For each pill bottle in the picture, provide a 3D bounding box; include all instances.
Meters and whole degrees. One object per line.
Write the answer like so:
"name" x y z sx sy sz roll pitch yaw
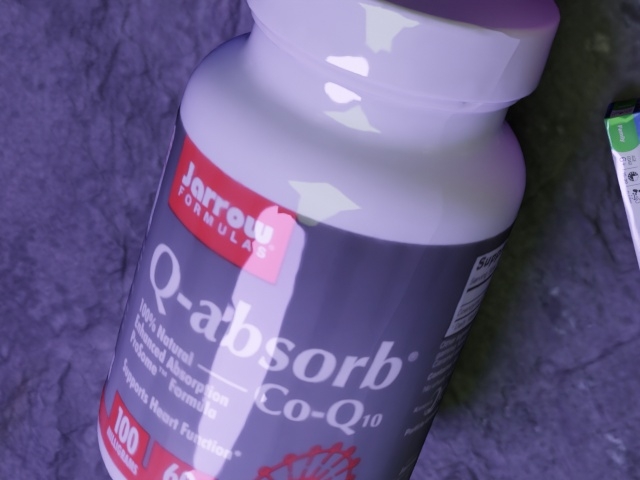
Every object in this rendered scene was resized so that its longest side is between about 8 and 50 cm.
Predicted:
"pill bottle" 0.000 0.000 0.852 0.210 0.210 0.363 22 118 8

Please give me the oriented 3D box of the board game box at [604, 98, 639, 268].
"board game box" 0.265 0.000 0.864 0.136 0.035 0.201 -11 109 22
